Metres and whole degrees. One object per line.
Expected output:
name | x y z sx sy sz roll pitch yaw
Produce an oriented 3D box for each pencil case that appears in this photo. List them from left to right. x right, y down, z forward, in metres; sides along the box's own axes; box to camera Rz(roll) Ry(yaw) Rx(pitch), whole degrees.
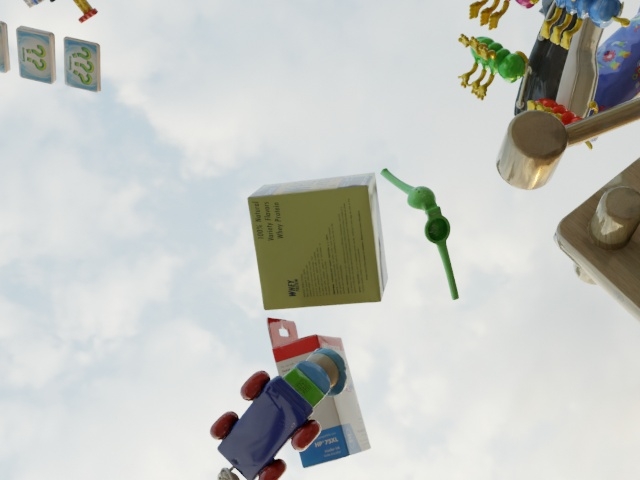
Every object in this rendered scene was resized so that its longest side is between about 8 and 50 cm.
pencil case | 0.536 -0.313 1.597 0.306 0.133 0.119 -45 -51 -4

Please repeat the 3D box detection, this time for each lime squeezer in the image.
lime squeezer | 0.202 -0.034 1.744 0.059 0.110 0.310 -14 -113 -36

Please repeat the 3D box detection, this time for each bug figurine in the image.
bug figurine | 0.262 -0.233 1.073 0.072 0.216 0.279 -37 -30 -21

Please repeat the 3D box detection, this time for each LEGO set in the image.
LEGO set | -0.375 -0.305 1.147 0.182 0.060 0.244 13 -51 1

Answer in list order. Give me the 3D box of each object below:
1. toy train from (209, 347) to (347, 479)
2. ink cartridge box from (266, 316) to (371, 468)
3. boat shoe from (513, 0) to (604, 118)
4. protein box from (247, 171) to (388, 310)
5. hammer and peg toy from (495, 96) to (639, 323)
toy train | -0.065 0.242 1.137 0.105 0.248 0.143 43 -144 10
ink cartridge box | -0.003 0.221 1.371 0.134 0.078 0.231 24 -131 -71
boat shoe | 0.329 -0.294 1.179 0.114 0.091 0.302 7 -80 -56
protein box | 0.000 0.000 1.522 0.201 0.136 0.199 -6 -78 10
hammer and peg toy | 0.345 -0.035 0.778 0.266 0.361 0.127 -35 -24 -15
